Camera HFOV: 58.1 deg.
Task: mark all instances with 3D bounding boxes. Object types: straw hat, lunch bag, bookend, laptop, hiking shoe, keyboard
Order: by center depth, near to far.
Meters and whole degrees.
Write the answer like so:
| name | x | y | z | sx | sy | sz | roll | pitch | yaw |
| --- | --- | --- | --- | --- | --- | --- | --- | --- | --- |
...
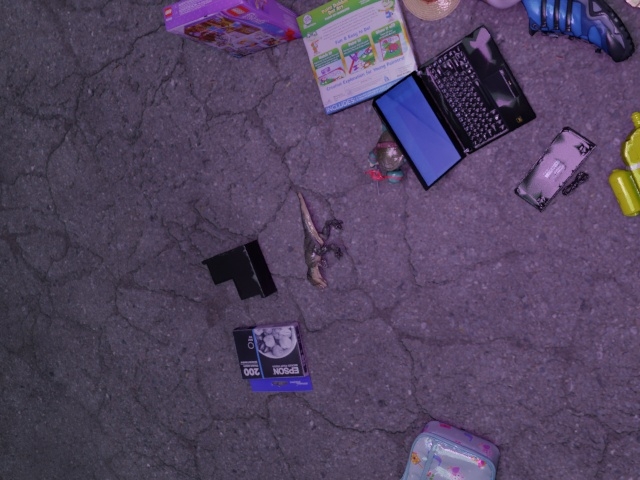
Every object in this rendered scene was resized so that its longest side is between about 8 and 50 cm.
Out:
| name | x | y | z | sx | sy | sz | roll | pitch | yaw |
| --- | --- | --- | --- | --- | --- | --- | --- | --- | --- |
| hiking shoe | 0.496 | -0.453 | 1.169 | 0.304 | 0.113 | 0.132 | 53 | 123 | 16 |
| laptop | 0.290 | -0.283 | 1.243 | 0.265 | 0.136 | 0.234 | -28 | 103 | 26 |
| keyboard | 0.522 | -0.146 | 1.259 | 0.108 | 0.023 | 0.180 | 41 | 115 | 18 |
| straw hat | 0.239 | -0.562 | 1.274 | 0.145 | 0.061 | 0.144 | 5 | 102 | 23 |
| lunch bag | 0.314 | 0.613 | 1.459 | 0.224 | 0.108 | 0.278 | 18 | 108 | 19 |
| bookend | -0.227 | 0.099 | 1.609 | 0.156 | 0.072 | 0.157 | -21 | 93 | 27 |

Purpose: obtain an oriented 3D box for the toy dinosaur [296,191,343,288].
| name | x | y | z | sx | sy | sz | roll | pitch | yaw |
| --- | --- | --- | --- | --- | --- | --- | --- | --- | --- |
| toy dinosaur | 0.000 | 0.000 | 1.499 | 0.118 | 0.064 | 0.267 | -6 | 95 | 31 |

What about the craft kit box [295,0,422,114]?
| name | x | y | z | sx | sy | sz | roll | pitch | yaw |
| --- | --- | --- | --- | --- | --- | --- | --- | --- | --- |
| craft kit box | 0.092 | -0.457 | 1.365 | 0.250 | 0.061 | 0.246 | -15 | 97 | 25 |

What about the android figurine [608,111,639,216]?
| name | x | y | z | sx | sy | sz | roll | pitch | yaw |
| --- | --- | --- | --- | --- | --- | --- | --- | --- | --- |
| android figurine | 0.709 | -0.144 | 1.143 | 0.248 | 0.056 | 0.272 | -25 | 89 | 18 |

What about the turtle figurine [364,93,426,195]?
| name | x | y | z | sx | sy | sz | roll | pitch | yaw |
| --- | --- | --- | --- | --- | --- | --- | --- | --- | --- |
| turtle figurine | 0.183 | -0.219 | 1.346 | 0.176 | 0.118 | 0.233 | 5 | 97 | 23 |

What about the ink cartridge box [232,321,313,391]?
| name | x | y | z | sx | sy | sz | roll | pitch | yaw |
| --- | --- | --- | --- | --- | --- | --- | --- | --- | --- |
| ink cartridge box | -0.138 | 0.341 | 1.637 | 0.207 | 0.045 | 0.208 | -9 | 98 | 25 |

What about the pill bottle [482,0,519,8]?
| name | x | y | z | sx | sy | sz | roll | pitch | yaw |
| --- | --- | --- | --- | --- | --- | --- | --- | --- | --- |
| pill bottle | 0.299 | -0.582 | 1.148 | 0.264 | 0.153 | 0.153 | 46 | 117 | 34 |

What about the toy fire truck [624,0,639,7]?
| name | x | y | z | sx | sy | sz | roll | pitch | yaw |
| --- | --- | --- | --- | --- | --- | --- | --- | --- | --- |
| toy fire truck | 0.632 | -0.506 | 1.120 | 0.192 | 0.047 | 0.135 | 4 | 104 | 24 |

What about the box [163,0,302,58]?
| name | x | y | z | sx | sy | sz | roll | pitch | yaw |
| --- | --- | --- | --- | --- | --- | --- | --- | --- | --- |
| box | -0.191 | -0.508 | 1.344 | 0.201 | 0.293 | 0.057 | -8 | 91 | 25 |
